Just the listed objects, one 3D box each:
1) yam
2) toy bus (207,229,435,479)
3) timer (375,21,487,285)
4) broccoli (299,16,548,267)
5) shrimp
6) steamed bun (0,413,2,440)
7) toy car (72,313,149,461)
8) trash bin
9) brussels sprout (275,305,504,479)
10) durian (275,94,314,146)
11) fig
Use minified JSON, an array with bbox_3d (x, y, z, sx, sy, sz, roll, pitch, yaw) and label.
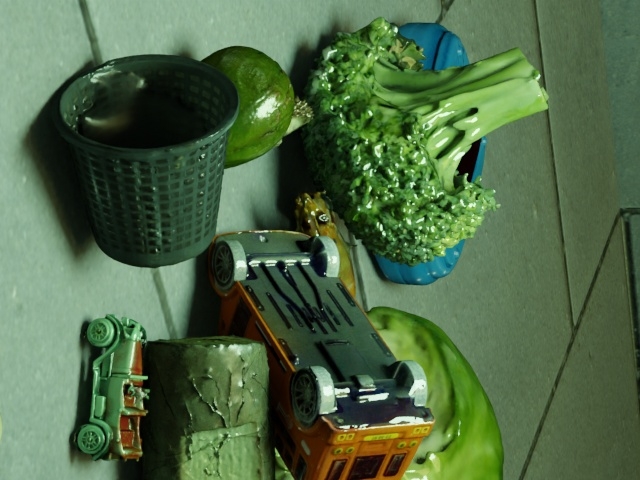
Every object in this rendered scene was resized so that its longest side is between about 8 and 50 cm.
[{"bbox_3d":[-0.117,0.211,1.735,0.154,0.154,0.254,-29,120,-65],"label":"yam"},{"bbox_3d":[-0.017,0.125,1.823,0.143,0.329,0.153,-2,129,-31],"label":"toy bus"},{"bbox_3d":[0.149,-0.124,2.404,0.309,0.115,0.340,68,32,-51],"label":"timer"},{"bbox_3d":[0.122,-0.120,2.103,0.375,0.302,0.249,-104,-169,-50],"label":"broccoli"},{"bbox_3d":[0.000,0.000,2.035,0.248,0.068,0.150,85,-21,-67],"label":"shrimp"},{"bbox_3d":[-0.329,0.174,1.270,0.192,0.106,0.177,25,73,-57],"label":"steamed bun"},{"bbox_3d":[-0.199,0.145,1.646,0.073,0.054,0.143,20,74,-67],"label":"toy car"},{"bbox_3d":[-0.163,-0.066,1.596,0.175,0.175,0.161,-58,155,-51],"label":"trash bin"},{"bbox_3d":[0.077,0.274,2.042,0.371,0.276,0.314,-67,151,-50],"label":"brussels sprout"},{"bbox_3d":[-0.076,-0.139,1.899,0.071,0.110,0.140,58,36,4],"label":"durian"},{"bbox_3d":[-0.108,-0.130,1.769,0.156,0.123,0.123,-37,129,-39],"label":"fig"}]
